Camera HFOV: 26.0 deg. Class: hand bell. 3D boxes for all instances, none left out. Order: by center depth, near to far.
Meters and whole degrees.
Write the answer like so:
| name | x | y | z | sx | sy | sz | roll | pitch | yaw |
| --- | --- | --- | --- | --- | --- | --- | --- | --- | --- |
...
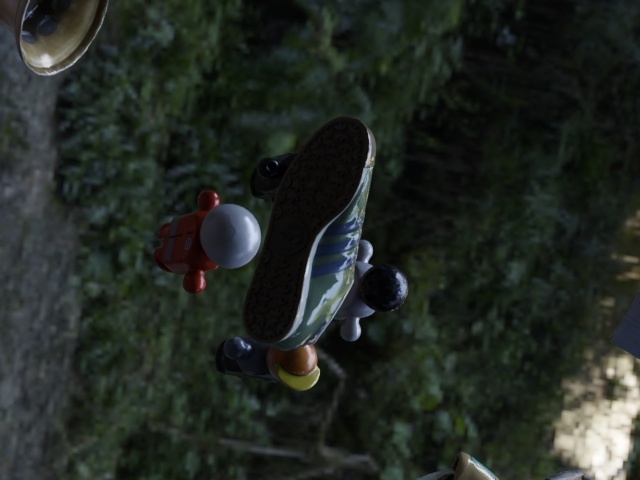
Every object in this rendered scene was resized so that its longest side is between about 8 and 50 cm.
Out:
| name | x | y | z | sx | sy | sz | roll | pitch | yaw |
| --- | --- | --- | --- | --- | --- | --- | --- | --- | --- |
| hand bell | -0.333 | -0.260 | 1.313 | 0.126 | 0.242 | 0.126 | -50 | 156 | -32 |

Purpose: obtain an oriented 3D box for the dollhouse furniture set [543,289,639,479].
| name | x | y | z | sx | sy | sz | roll | pitch | yaw |
| --- | --- | --- | --- | --- | --- | --- | --- | --- | --- |
| dollhouse furniture set | 0.360 | 0.139 | 1.061 | 0.394 | 0.256 | 0.362 | -59 | 161 | 4 |

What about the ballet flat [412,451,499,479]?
| name | x | y | z | sx | sy | sz | roll | pitch | yaw |
| --- | --- | --- | --- | --- | --- | --- | --- | --- | --- |
| ballet flat | 0.074 | 0.291 | 1.377 | 0.232 | 0.073 | 0.080 | -37 | -174 | 5 |

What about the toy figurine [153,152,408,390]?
| name | x | y | z | sx | sy | sz | roll | pitch | yaw |
| --- | --- | --- | --- | --- | --- | --- | --- | --- | --- |
| toy figurine | -0.030 | 0.025 | 1.354 | 0.148 | 0.213 | 0.209 | -10 | -71 | 55 |

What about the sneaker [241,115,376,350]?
| name | x | y | z | sx | sy | sz | roll | pitch | yaw |
| --- | --- | --- | --- | --- | --- | --- | --- | --- | --- |
| sneaker | 0.000 | 0.000 | 1.116 | 0.192 | 0.064 | 0.086 | -68 | 155 | -7 |
